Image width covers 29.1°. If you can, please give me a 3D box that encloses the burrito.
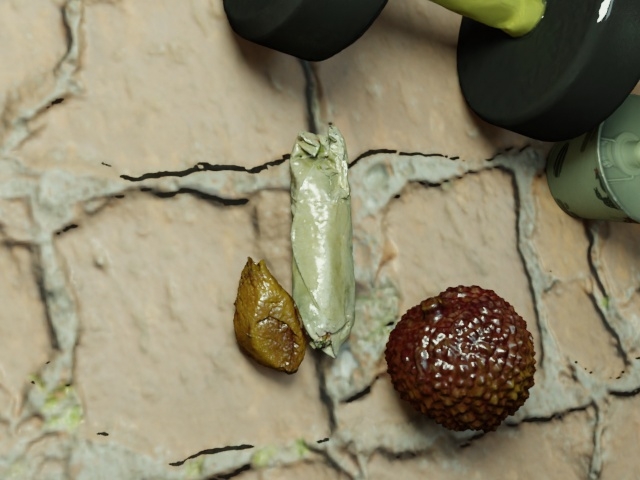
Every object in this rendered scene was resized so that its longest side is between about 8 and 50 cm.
[{"bbox_3d":[0.001,0.000,0.984,0.058,0.045,0.188,2,81,-25],"label":"burrito"}]

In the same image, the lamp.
[{"bbox_3d":[0.301,-0.076,1.088,0.121,0.214,0.121,8,76,-33],"label":"lamp"}]

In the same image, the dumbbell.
[{"bbox_3d":[0.100,-0.214,0.998,0.322,0.203,0.204,15,72,-29],"label":"dumbbell"}]

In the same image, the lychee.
[{"bbox_3d":[0.118,0.095,0.994,0.129,0.123,0.123,34,64,-21],"label":"lychee"}]

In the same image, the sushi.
[{"bbox_3d":[-0.042,0.062,0.946,0.050,0.047,0.099,-16,106,-22],"label":"sushi"}]
